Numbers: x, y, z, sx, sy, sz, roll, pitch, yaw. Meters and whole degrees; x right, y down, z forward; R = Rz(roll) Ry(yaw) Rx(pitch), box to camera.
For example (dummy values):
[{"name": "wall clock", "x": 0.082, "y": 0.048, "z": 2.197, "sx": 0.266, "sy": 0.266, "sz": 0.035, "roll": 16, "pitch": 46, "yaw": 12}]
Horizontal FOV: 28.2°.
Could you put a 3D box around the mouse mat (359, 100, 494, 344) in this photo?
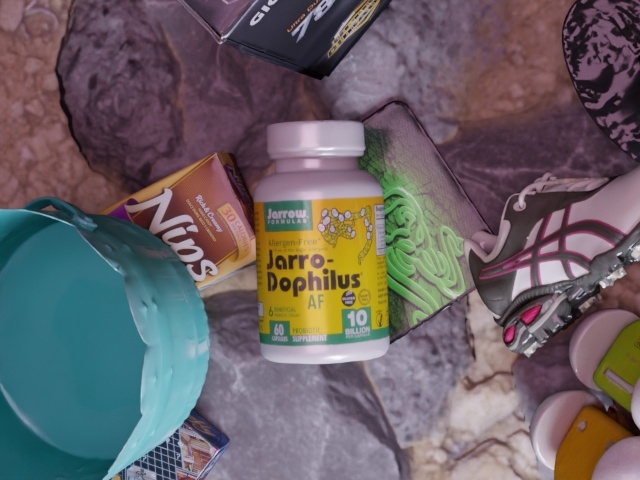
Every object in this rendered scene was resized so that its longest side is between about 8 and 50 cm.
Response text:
[{"name": "mouse mat", "x": 0.064, "y": -0.015, "z": 1.182, "sx": 0.152, "sy": 0.007, "sz": 0.190, "roll": -35, "pitch": 85, "yaw": 13}]

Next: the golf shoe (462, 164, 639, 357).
[{"name": "golf shoe", "x": 0.212, "y": -0.012, "z": 1.045, "sx": 0.120, "sy": 0.105, "sz": 0.273, "roll": 54, "pitch": 136, "yaw": 13}]

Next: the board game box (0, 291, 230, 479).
[{"name": "board game box", "x": -0.230, "y": 0.186, "z": 1.244, "sx": 0.243, "sy": 0.042, "sz": 0.165, "roll": 38, "pitch": 101, "yaw": 9}]

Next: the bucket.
[{"name": "bucket", "x": -0.242, "y": 0.097, "z": 1.120, "sx": 0.281, "sy": 0.183, "sz": 0.281, "roll": 1, "pitch": 94, "yaw": 16}]

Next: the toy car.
[{"name": "toy car", "x": 0.278, "y": 0.155, "z": 1.080, "sx": 0.136, "sy": 0.159, "sz": 0.182, "roll": 20, "pitch": 99, "yaw": -23}]

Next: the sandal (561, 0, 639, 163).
[{"name": "sandal", "x": 0.382, "y": -0.059, "z": 1.041, "sx": 0.446, "sy": 0.107, "sz": 0.167, "roll": 45, "pitch": 105, "yaw": 6}]

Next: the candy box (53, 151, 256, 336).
[{"name": "candy box", "x": -0.148, "y": 0.003, "z": 1.211, "sx": 0.186, "sy": 0.053, "sz": 0.109, "roll": -26, "pitch": 86, "yaw": 13}]

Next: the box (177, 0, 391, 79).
[{"name": "box", "x": 0.039, "y": -0.270, "z": 1.028, "sx": 0.073, "sy": 0.293, "sz": 0.295, "roll": 43, "pitch": 101, "yaw": 8}]

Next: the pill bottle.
[{"name": "pill bottle", "x": 0.000, "y": 0.000, "z": 1.134, "sx": 0.117, "sy": 0.117, "sz": 0.208, "roll": -2, "pitch": 92, "yaw": 14}]
